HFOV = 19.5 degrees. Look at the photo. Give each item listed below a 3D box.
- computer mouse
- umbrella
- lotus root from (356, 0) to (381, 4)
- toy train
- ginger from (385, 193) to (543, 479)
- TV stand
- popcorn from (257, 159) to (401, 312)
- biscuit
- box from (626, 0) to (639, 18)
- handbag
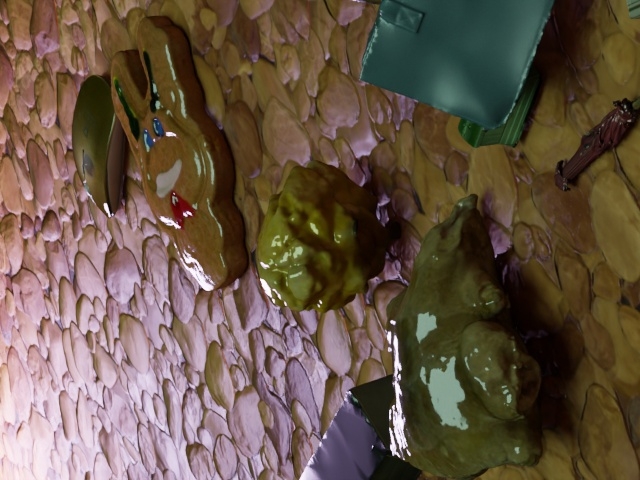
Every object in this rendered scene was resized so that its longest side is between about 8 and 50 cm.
[{"bbox_3d":[-0.292,-0.121,2.442,0.102,0.044,0.199,48,141,41],"label":"computer mouse"},{"bbox_3d":[0.240,-0.087,1.600,0.027,0.025,0.165,45,146,5],"label":"umbrella"},{"bbox_3d":[0.054,-0.341,1.638,0.193,0.193,0.291,28,128,51],"label":"lotus root"},{"bbox_3d":[0.162,-0.123,1.678,0.038,0.056,0.093,55,142,36],"label":"toy train"},{"bbox_3d":[0.132,0.097,1.767,0.219,0.123,0.270,20,121,57],"label":"ginger"},{"bbox_3d":[0.043,0.256,2.033,0.088,0.082,0.269,58,145,27],"label":"TV stand"},{"bbox_3d":[0.000,0.000,1.915,0.152,0.167,0.148,-5,138,24],"label":"popcorn"},{"bbox_3d":[-0.175,-0.100,2.258,0.202,0.047,0.334,-33,76,58],"label":"biscuit"},{"bbox_3d":[0.260,-0.283,1.469,0.109,0.029,0.198,-19,86,60],"label":"box"},{"bbox_3d":[0.128,-0.216,1.575,0.144,0.057,0.221,20,116,3],"label":"handbag"}]
